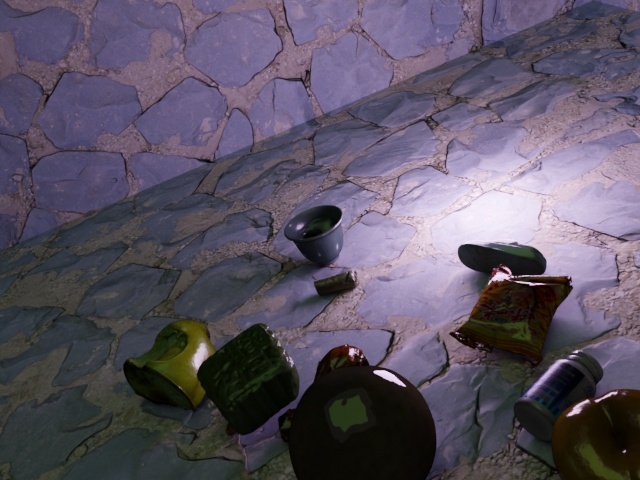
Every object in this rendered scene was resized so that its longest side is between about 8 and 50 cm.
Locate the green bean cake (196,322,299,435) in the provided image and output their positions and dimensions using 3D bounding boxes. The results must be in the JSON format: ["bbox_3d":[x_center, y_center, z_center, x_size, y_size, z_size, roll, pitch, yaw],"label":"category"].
[{"bbox_3d":[-0.173,0.339,1.716,0.222,0.124,0.248,-35,34,-10],"label":"green bean cake"}]

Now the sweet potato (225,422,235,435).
[{"bbox_3d":[-0.166,0.394,1.797,0.057,0.057,0.264,-1,38,32],"label":"sweet potato"}]

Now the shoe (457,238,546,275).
[{"bbox_3d":[0.503,0.034,1.901,0.251,0.103,0.100,10,44,35],"label":"shoe"}]

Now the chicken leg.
[{"bbox_3d":[0.002,0.368,1.696,0.113,0.093,0.304,5,43,50],"label":"chicken leg"}]

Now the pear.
[{"bbox_3d":[-0.384,0.329,1.941,0.238,0.164,0.255,2,36,39],"label":"pear"}]

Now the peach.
[{"bbox_3d":[0.549,0.385,1.260,0.251,0.153,0.251,-21,24,9],"label":"peach"}]

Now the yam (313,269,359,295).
[{"bbox_3d":[0.048,0.129,2.088,0.132,0.054,0.054,-16,30,11],"label":"yam"}]

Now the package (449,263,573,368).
[{"bbox_3d":[0.473,0.180,1.683,0.223,0.108,0.288,13,52,37],"label":"package"}]

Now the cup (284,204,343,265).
[{"bbox_3d":[0.000,0.000,2.227,0.199,0.150,0.199,-16,31,10],"label":"cup"}]

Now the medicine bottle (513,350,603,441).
[{"bbox_3d":[0.498,0.317,1.437,0.191,0.107,0.107,-37,33,-24],"label":"medicine bottle"}]

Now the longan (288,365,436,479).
[{"bbox_3d":[0.084,0.405,1.401,0.319,0.318,0.319,-16,30,10],"label":"longan"}]
